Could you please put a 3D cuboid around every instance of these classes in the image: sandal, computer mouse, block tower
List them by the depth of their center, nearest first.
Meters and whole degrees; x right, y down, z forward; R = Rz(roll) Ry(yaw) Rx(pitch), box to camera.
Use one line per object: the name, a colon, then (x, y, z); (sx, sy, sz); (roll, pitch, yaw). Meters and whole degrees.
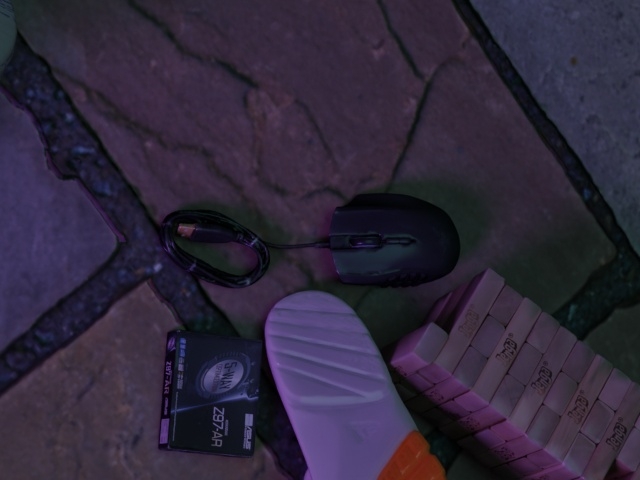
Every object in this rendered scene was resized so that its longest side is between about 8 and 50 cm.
sandal: (0.030, 0.162, 1.366); (0.102, 0.076, 0.265); (-15, 69, -15)
computer mouse: (0.000, 0.000, 1.387); (0.242, 0.041, 0.071); (-1, 84, -28)
block tower: (0.202, 0.155, 1.413); (0.335, 0.091, 0.097); (36, 64, -8)

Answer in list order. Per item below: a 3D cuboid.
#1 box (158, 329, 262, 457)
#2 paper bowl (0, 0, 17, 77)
box: (-0.076, 0.107, 1.343); (0.067, 0.018, 0.083); (10, 78, -27)
paper bowl: (-0.331, -0.116, 1.111); (0.284, 0.284, 0.148); (18, 116, -26)
